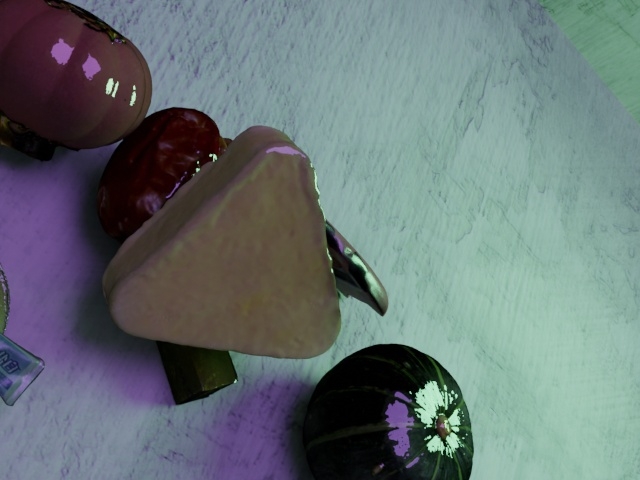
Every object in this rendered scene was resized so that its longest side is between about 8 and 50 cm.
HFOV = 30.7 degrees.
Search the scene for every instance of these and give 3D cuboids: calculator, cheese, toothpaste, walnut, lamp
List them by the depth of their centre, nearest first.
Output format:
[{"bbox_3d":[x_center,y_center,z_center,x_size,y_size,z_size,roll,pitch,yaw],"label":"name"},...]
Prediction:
[{"bbox_3d":[-0.492,0.111,1.566,0.268,0.047,0.069,45,35,-19],"label":"toothpaste"},{"bbox_3d":[-0.159,0.042,1.777,0.384,0.384,0.104,32,11,-31],"label":"cheese"},{"bbox_3d":[-0.417,-0.249,1.809,0.305,0.240,0.305,31,8,-5],"label":"lamp"},{"bbox_3d":[-0.230,-0.093,1.901,0.222,0.243,0.269,69,33,-63],"label":"walnut"},{"bbox_3d":[0.000,0.000,2.142,0.048,0.220,0.330,-45,116,-9],"label":"calculator"}]

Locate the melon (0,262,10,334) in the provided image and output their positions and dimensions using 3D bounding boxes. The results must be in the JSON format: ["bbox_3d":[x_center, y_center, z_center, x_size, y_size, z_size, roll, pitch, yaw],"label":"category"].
[{"bbox_3d":[-0.502,0.097,1.634,0.118,0.064,0.210,35,47,-30],"label":"melon"}]

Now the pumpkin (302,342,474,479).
[{"bbox_3d":[0.124,0.341,2.029,0.323,0.241,0.323,23,53,-35],"label":"pumpkin"}]

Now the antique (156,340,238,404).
[{"bbox_3d":[-0.219,0.147,1.901,0.081,0.080,0.221,-7,73,-48],"label":"antique"}]
